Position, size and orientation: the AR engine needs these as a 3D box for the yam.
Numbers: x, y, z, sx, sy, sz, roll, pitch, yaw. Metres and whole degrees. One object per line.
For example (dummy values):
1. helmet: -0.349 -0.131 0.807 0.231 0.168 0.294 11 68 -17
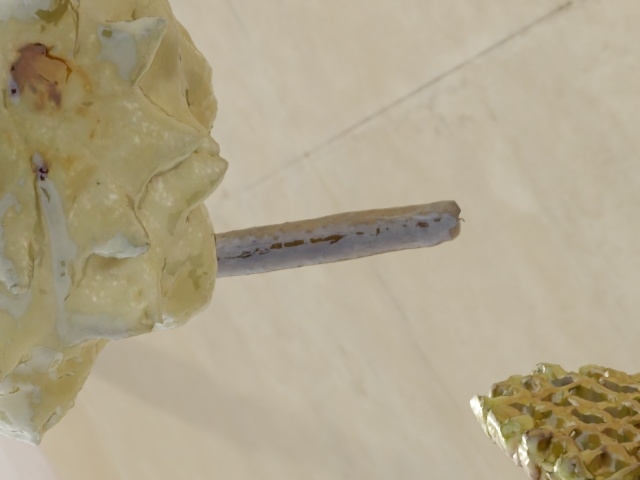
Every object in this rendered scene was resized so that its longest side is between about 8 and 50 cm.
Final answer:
1. yam: 0.000 0.000 1.468 0.046 0.264 0.046 -8 -90 -82

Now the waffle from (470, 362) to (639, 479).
1. waffle: 0.174 0.108 0.876 0.191 0.191 0.038 28 117 57

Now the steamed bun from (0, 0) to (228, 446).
1. steamed bun: -0.156 -0.041 0.801 0.292 0.295 0.137 46 152 -24
